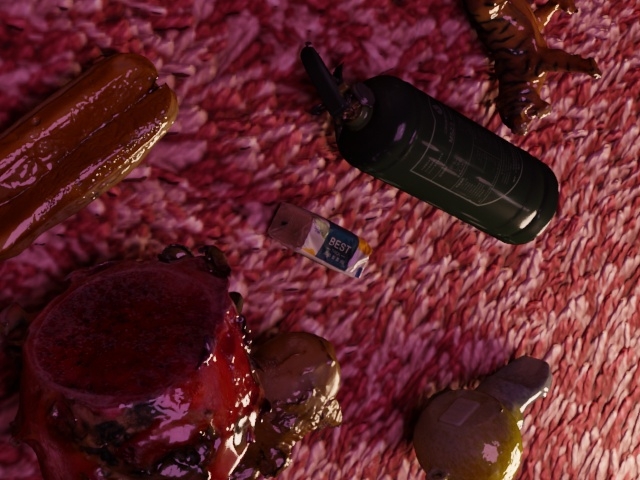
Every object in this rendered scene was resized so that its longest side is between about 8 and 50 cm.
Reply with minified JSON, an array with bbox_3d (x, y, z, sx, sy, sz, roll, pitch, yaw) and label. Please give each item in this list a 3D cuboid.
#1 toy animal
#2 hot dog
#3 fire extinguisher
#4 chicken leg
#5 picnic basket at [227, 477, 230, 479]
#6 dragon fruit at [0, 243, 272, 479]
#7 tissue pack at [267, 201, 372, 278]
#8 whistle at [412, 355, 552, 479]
[{"bbox_3d":[0.178,-0.238,1.285,0.116,0.114,0.255,-25,123,21],"label":"toy animal"},{"bbox_3d":[-0.219,-0.064,1.048,0.235,0.062,0.092,-37,107,-17],"label":"hot dog"},{"bbox_3d":[0.104,-0.092,1.265,0.311,0.095,0.115,22,46,-40],"label":"fire extinguisher"},{"bbox_3d":[-0.051,0.180,1.242,0.101,0.085,0.208,28,95,-52],"label":"chicken leg"},{"bbox_3d":[-0.131,0.254,1.159,0.128,0.137,0.179,-25,115,-22],"label":"picnic basket"},{"bbox_3d":[-0.154,0.101,1.070,0.282,0.211,0.147,-61,141,-40],"label":"dragon fruit"},{"bbox_3d":[0.000,0.000,1.230,0.083,0.062,0.042,27,91,-38],"label":"tissue pack"},{"bbox_3d":[0.182,0.203,1.406,0.223,0.122,0.123,-37,124,-41],"label":"whistle"}]
